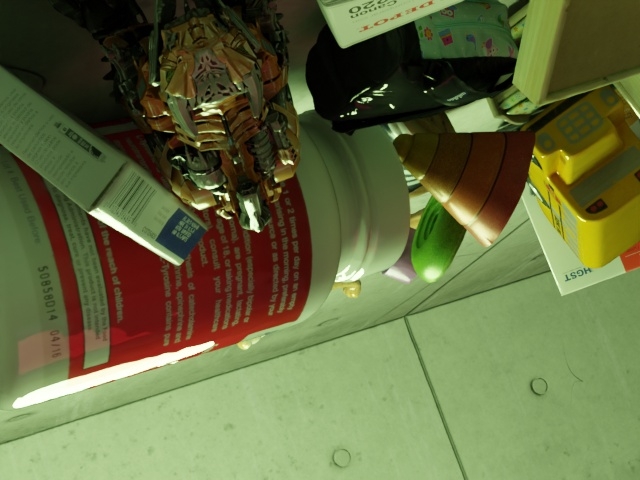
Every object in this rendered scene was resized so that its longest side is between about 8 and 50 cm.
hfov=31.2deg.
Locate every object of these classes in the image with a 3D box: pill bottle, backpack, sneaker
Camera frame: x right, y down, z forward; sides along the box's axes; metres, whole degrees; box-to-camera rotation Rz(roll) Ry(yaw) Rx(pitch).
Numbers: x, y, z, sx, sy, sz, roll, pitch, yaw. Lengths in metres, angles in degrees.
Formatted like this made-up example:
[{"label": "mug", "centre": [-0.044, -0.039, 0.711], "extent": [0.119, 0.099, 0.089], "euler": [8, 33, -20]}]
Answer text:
[{"label": "pill bottle", "centre": [-0.132, -0.007, 1.055], "extent": [0.408, 0.229, 0.229], "euler": [-15, 167, -28]}, {"label": "backpack", "centre": [0.093, -0.167, 0.998], "extent": [0.182, 0.115, 0.152], "euler": [-12, 177, -36]}, {"label": "sneaker", "centre": [0.069, -0.097, 1.297], "extent": [0.153, 0.099, 0.282], "euler": [-25, 170, 14]}]

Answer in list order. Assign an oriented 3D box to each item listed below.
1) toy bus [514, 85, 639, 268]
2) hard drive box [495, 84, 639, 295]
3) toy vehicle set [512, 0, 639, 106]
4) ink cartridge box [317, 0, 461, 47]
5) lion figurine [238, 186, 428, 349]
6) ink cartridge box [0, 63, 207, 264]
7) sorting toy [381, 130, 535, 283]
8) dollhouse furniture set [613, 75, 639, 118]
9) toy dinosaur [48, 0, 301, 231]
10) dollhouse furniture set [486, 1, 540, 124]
[{"label": "toy bus", "centre": [0.309, -0.069, 1.309], "extent": [0.108, 0.130, 0.333], "euler": [-35, 162, 4]}, {"label": "hard drive box", "centre": [0.359, -0.071, 1.521], "extent": [0.181, 0.232, 0.089], "euler": [-23, -172, 11]}, {"label": "toy vehicle set", "centre": [0.239, -0.230, 0.830], "extent": [0.166, 0.035, 0.266], "euler": [-18, 140, -21]}, {"label": "ink cartridge box", "centre": [0.056, -0.223, 0.746], "extent": [0.159, 0.092, 0.218], "euler": [-21, 170, 5]}, {"label": "lion figurine", "centre": [0.000, 0.000, 1.601], "extent": [0.240, 0.142, 0.392], "euler": [2, 142, -42]}, {"label": "ink cartridge box", "centre": [-0.197, -0.077, 0.804], "extent": [0.045, 0.224, 0.223], "euler": [-54, 169, -4]}, {"label": "sorting toy", "centre": [0.096, -0.040, 1.218], "extent": [0.126, 0.127, 0.365], "euler": [22, 161, -8]}, {"label": "dollhouse furniture set", "centre": [0.421, -0.181, 1.173], "extent": [0.242, 0.161, 0.212], "euler": [-40, -177, -41]}, {"label": "toy dinosaur", "centre": [-0.081, -0.092, 0.778], "extent": [0.164, 0.218, 0.322], "euler": [-14, 161, -23]}, {"label": "dollhouse furniture set", "centre": [0.234, -0.177, 1.201], "extent": [0.161, 0.101, 0.182], "euler": [-10, 164, -39]}]
